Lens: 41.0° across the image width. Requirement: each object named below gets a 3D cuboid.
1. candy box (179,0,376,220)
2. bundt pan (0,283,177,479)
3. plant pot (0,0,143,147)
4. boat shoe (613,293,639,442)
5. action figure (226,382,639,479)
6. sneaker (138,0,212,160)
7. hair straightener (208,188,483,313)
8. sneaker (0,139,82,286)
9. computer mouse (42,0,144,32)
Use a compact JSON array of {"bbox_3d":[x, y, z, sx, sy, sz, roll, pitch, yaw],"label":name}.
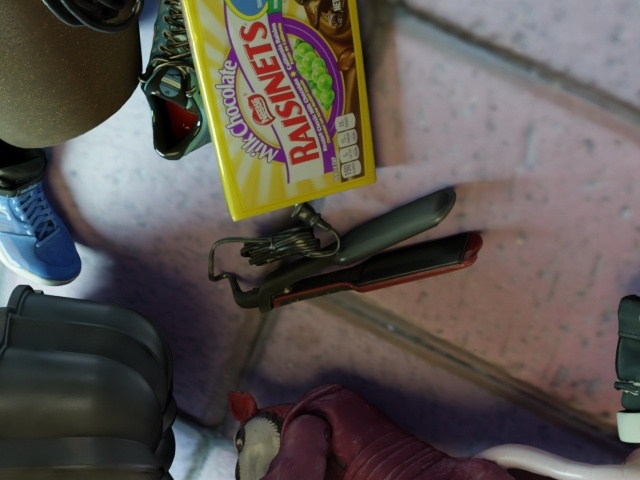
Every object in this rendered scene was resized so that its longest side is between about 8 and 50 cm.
[{"bbox_3d":[-0.026,-0.114,0.533,0.105,0.027,0.206,-15,124,-7],"label":"candy box"},{"bbox_3d":[-0.183,0.197,0.700,0.124,0.331,0.331,-1,128,-6],"label":"bundt pan"},{"bbox_3d":[-0.200,-0.174,0.498,0.215,0.215,0.230,0,140,23],"label":"plant pot"},{"bbox_3d":[0.331,0.044,0.488,0.340,0.127,0.113,-19,74,40],"label":"boat shoe"},{"bbox_3d":[0.062,0.197,0.661,0.370,0.248,0.275,30,100,31],"label":"action figure"},{"bbox_3d":[-0.082,-0.119,0.555,0.063,0.073,0.162,17,130,11],"label":"sneaker"},{"bbox_3d":[0.000,0.000,0.639,0.230,0.047,0.089,-14,119,35],"label":"hair straightener"},{"bbox_3d":[-0.242,-0.031,0.699,0.084,0.058,0.152,-27,105,45],"label":"sneaker"},{"bbox_3d":[-0.073,-0.231,0.380,0.262,0.184,0.060,-43,61,7],"label":"computer mouse"}]
